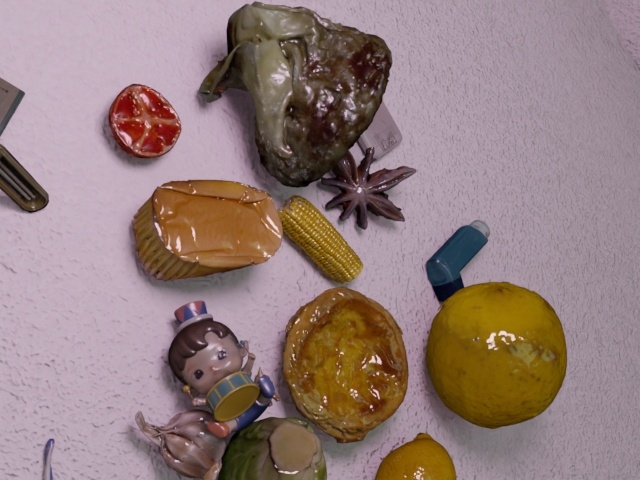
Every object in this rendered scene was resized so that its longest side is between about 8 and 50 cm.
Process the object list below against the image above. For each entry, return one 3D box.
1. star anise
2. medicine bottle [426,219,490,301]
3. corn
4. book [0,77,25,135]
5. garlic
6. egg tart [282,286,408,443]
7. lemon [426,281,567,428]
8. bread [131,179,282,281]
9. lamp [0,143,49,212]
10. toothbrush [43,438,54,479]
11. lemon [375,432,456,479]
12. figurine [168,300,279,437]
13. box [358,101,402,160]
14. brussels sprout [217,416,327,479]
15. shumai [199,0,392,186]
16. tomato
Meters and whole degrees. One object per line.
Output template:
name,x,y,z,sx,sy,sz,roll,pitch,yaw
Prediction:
star anise,0.106,-0.130,1.801,0.257,0.110,0.198,16,94,-16
medicine bottle,0.376,0.047,1.973,0.258,0.079,0.124,-43,101,-36
corn,0.000,0.000,1.700,0.244,0.093,0.093,45,57,-19
book,-0.679,-0.209,1.297,0.215,0.025,0.282,31,61,-29
garlic,-0.268,0.371,1.404,0.194,0.131,0.127,35,78,-16
egg tart,0.043,0.272,1.643,0.341,0.129,0.341,8,75,-34
lemon,0.429,0.287,1.797,0.350,0.350,0.387,-32,130,-37
bread,-0.233,-0.017,1.501,0.288,0.156,0.204,-10,76,-35
lamp,-0.593,-0.006,1.265,0.203,0.124,0.283,50,50,-58
toothbrush,-0.468,0.483,1.282,0.027,0.021,0.269,3,76,-41
lemon,0.217,0.551,1.667,0.187,0.187,0.244,42,52,-21
figurine,-0.207,0.240,1.422,0.161,0.275,0.158,-40,146,-11
box,0.106,-0.353,1.898,0.142,0.044,0.285,-38,101,-39
brussels sprout,-0.092,0.450,1.423,0.244,0.244,0.244,10,73,-34
shumai,-0.065,-0.357,1.580,0.348,0.395,0.395,37,59,-25
tomato,-0.368,-0.232,1.502,0.156,0.069,0.155,13,69,-36
